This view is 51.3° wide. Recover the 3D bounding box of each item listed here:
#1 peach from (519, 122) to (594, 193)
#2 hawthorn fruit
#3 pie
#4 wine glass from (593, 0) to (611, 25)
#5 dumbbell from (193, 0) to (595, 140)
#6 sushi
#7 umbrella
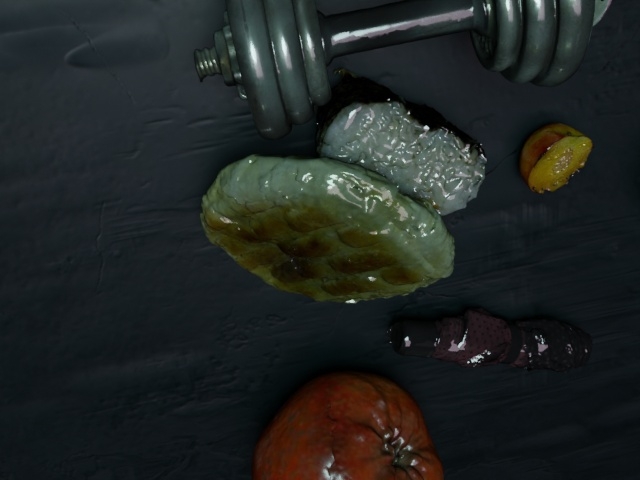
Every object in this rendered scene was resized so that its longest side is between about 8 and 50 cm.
[{"bbox_3d":[0.302,-0.113,0.879,0.098,0.061,0.098,-17,140,-14],"label":"peach"},{"bbox_3d":[0.011,0.342,0.962,0.307,0.276,0.276,-28,121,26],"label":"hawthorn fruit"},{"bbox_3d":[0.000,0.000,0.792,0.306,0.071,0.306,13,147,8],"label":"pie"},{"bbox_3d":[0.255,-0.299,0.764,0.155,0.073,0.073,13,115,-19],"label":"wine glass"},{"bbox_3d":[0.077,-0.211,0.648,0.406,0.179,0.179,-12,120,1],"label":"dumbbell"},{"bbox_3d":[0.089,-0.103,0.810,0.212,0.115,0.147,17,110,-18],"label":"sushi"},{"bbox_3d":[0.256,0.148,0.996,0.326,0.094,0.090,8,160,-17],"label":"umbrella"}]
